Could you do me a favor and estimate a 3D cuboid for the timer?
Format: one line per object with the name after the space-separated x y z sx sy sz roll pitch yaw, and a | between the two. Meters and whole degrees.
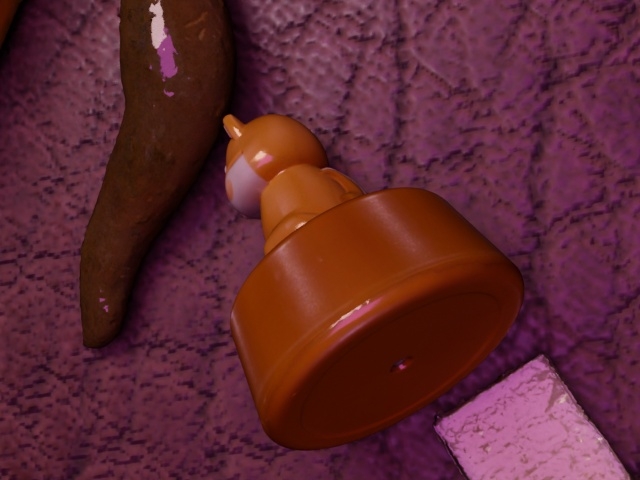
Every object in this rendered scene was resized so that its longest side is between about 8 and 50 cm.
0.000 0.000 0.521 0.132 0.132 0.152 -38 61 9 | timer

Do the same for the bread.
0.121 0.131 0.530 0.068 0.028 0.153 -35 83 8 | bread

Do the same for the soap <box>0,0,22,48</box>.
-0.229 -0.221 0.564 0.204 0.096 0.324 24 95 10 | soap

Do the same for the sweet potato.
-0.080 -0.060 0.555 0.069 0.059 0.249 17 97 43 | sweet potato
